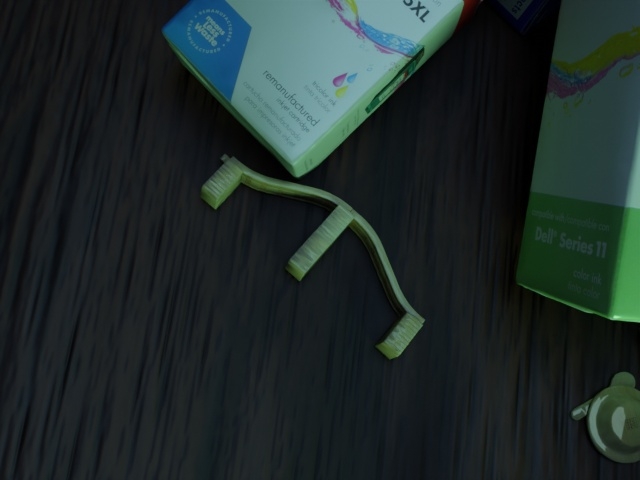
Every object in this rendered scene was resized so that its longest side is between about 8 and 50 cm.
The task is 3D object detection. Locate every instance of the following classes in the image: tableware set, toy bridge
[{"bbox_3d":[0.271,0.143,0.610,0.141,0.020,0.169,-33,84,-14],"label":"tableware set"},{"bbox_3d":[0.000,0.000,0.600,0.188,0.026,0.063,41,70,3],"label":"toy bridge"}]

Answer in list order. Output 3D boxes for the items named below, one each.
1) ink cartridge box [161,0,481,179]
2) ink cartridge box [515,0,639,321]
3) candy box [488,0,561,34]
[{"bbox_3d":[0.020,-0.171,0.595,0.231,0.078,0.134,-45,85,-2],"label":"ink cartridge box"},{"bbox_3d":[0.272,-0.124,0.554,0.207,0.119,0.354,5,96,-16],"label":"ink cartridge box"},{"bbox_3d":[0.161,-0.375,0.676,0.268,0.122,0.317,-42,86,-15],"label":"candy box"}]
